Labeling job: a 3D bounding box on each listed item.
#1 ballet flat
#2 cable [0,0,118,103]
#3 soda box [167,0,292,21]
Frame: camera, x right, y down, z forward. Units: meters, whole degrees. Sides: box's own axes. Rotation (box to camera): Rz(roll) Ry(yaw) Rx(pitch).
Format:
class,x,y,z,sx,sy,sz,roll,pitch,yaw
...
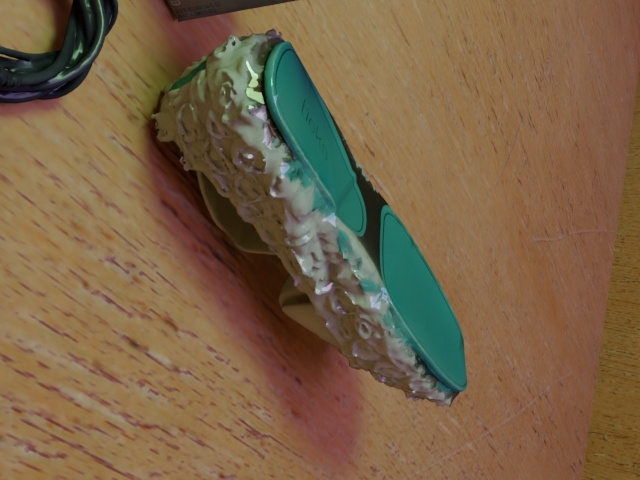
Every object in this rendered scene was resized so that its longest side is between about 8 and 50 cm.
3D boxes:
class,x,y,z,sx,sy,sz,roll,pitch,yaw
ballet flat,0.000,0.000,0.708,0.409,0.147,0.147,57,45,-34
cable,-0.195,-0.161,0.477,0.184,0.047,0.151,6,80,-56
soda box,-0.002,-0.229,0.574,0.083,0.263,0.092,62,41,-37
